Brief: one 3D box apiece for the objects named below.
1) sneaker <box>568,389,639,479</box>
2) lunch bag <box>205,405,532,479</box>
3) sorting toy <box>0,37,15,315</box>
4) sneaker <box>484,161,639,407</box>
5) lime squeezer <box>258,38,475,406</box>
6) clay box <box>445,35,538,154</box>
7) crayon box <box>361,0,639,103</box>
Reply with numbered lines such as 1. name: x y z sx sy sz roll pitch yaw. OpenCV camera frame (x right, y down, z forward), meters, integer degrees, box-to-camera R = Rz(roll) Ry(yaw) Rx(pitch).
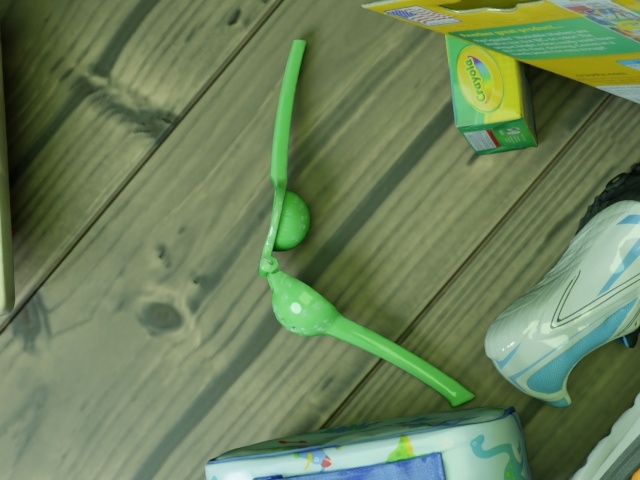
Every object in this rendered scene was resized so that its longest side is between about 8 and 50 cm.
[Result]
1. sneaker: 0.269 0.187 0.993 0.180 0.124 0.321 39 92 13
2. lunch bag: 0.036 0.171 1.012 0.219 0.176 0.090 -11 82 9
3. sorting toy: -0.361 -0.056 1.154 0.255 0.089 0.257 -6 83 10
4. sneaker: 0.220 0.019 1.050 0.086 0.085 0.237 43 90 -15
5. lime squeezer: 0.000 0.000 1.098 0.110 0.059 0.310 -26 79 7
6. clay box: 0.117 -0.182 1.058 0.053 0.127 0.222 -8 82 12
7. crayon box: 0.217 -0.148 0.914 0.323 0.203 0.083 13 86 -31
